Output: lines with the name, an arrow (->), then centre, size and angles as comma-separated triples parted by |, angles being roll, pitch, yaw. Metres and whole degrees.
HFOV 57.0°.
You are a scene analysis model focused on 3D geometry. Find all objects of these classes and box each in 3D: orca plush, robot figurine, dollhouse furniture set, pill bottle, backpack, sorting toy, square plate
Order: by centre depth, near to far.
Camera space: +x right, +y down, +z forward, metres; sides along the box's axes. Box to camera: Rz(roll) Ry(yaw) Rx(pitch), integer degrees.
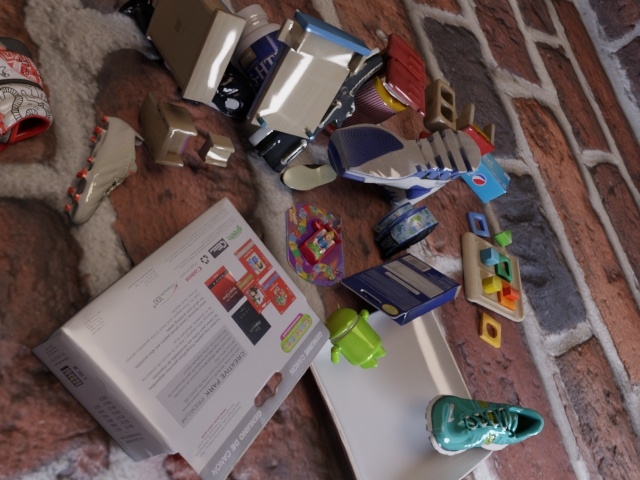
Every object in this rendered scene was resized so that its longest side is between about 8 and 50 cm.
robot figurine -> 0.054, 0.161, 0.980 | 0.115, 0.067, 0.101 | 47, 60, -8
dollhouse furniture set -> -0.119, -0.275, 0.995 | 0.304, 0.286, 0.198 | 6, 38, -40
orca plush -> -0.212, -0.348, 1.051 | 0.287, 0.102, 0.151 | 54, 46, -5
square plate -> 0.143, 0.294, 1.067 | 0.347, 0.049, 0.343 | -15, 78, -43
pill bottle -> -0.099, -0.352, 1.142 | 0.112, 0.112, 0.186 | -36, 93, -44
backpack -> 0.173, -0.029, 1.207 | 0.105, 0.114, 0.084 | -26, 81, -43
dollhouse furniture set -> 0.197, -0.250, 1.291 | 0.374, 0.201, 0.152 | 31, 52, -33
sorting toy -> 0.423, 0.085, 1.409 | 0.196, 0.047, 0.347 | 22, 56, -31

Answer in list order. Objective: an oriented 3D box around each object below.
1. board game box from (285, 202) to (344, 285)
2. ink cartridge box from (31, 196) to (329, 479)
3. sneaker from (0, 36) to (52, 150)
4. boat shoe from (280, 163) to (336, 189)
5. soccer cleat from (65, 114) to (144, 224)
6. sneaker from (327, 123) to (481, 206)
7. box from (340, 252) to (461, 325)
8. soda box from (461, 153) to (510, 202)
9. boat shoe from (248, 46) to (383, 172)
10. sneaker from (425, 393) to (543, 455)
board game box -> 0.000, 0.000, 1.105 | 0.133, 0.033, 0.168 | 15, 59, -35
ink cartridge box -> -0.171, 0.139, 0.823 | 0.271, 0.130, 0.309 | 52, 46, -9
sneaker -> -0.484, -0.184, 0.749 | 0.270, 0.090, 0.144 | -18, 78, -46
boat shoe -> -0.029, -0.123, 1.138 | 0.133, 0.042, 0.048 | -15, 100, -43
soccer cleat -> -0.313, -0.102, 0.871 | 0.076, 0.068, 0.196 | 29, 50, -30
sneaker -> 0.158, -0.137, 1.227 | 0.316, 0.182, 0.127 | -2, 65, -22
box -> 0.153, 0.093, 1.134 | 0.225, 0.036, 0.136 | -16, 40, -44
soda box -> 0.389, -0.201, 1.506 | 0.210, 0.071, 0.067 | 47, 46, -12
boat shoe -> 0.007, -0.246, 1.113 | 0.303, 0.114, 0.091 | -38, 100, -1
sneaker -> 0.297, 0.326, 1.070 | 0.275, 0.110, 0.106 | 10, 63, -37
